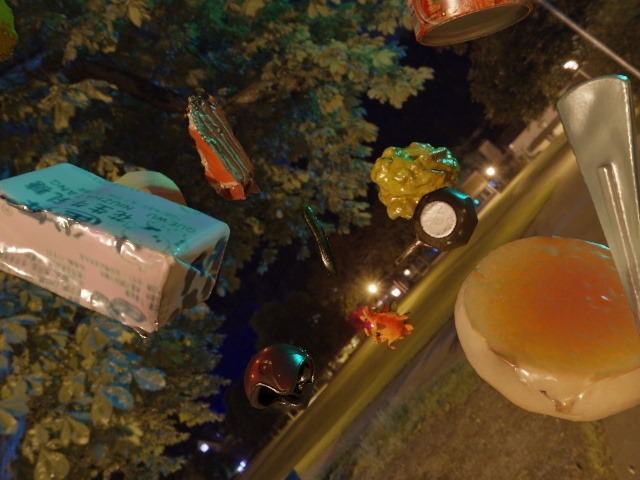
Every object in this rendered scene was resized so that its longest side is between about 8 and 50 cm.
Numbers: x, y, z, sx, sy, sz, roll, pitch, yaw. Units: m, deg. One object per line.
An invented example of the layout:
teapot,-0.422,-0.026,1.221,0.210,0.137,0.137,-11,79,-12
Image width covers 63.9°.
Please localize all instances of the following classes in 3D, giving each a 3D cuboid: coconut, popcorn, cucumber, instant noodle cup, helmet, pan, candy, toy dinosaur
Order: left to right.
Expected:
candy,-0.162,0.003,0.390,0.092,0.160,0.073,-50,-21,-68
coconut,-0.416,-0.052,1.219,0.197,0.236,0.237,-11,-27,-25
helmet,-0.119,0.400,1.497,0.216,0.193,0.189,-34,-35,-7
cucumber,0.000,0.000,1.157,0.036,0.184,0.033,-32,-16,34
toy dinosaur,0.184,0.219,1.323,0.117,0.070,0.288,-31,-40,10
popcorn,0.217,-0.140,1.163,0.197,0.198,0.155,-40,-53,-35
pan,0.232,-0.010,1.047,0.048,0.128,0.201,-6,-59,-56
instant noodle cup,0.245,-0.463,0.884,0.251,0.192,0.250,-11,5,1

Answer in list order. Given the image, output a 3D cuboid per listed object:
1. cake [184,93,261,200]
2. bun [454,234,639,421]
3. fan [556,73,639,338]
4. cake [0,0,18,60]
cake,-0.251,-0.217,1.229,0.098,0.135,0.287,-44,-51,-31
bun,0.356,0.141,0.776,0.299,0.299,0.164,-42,-42,-26
fan,0.256,0.004,0.418,0.057,0.281,0.023,-16,0,43
cake,-0.521,-0.335,0.637,0.179,0.260,0.156,-5,24,36
